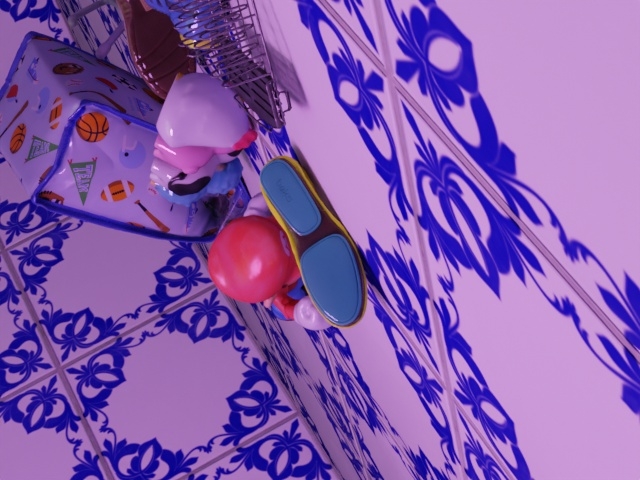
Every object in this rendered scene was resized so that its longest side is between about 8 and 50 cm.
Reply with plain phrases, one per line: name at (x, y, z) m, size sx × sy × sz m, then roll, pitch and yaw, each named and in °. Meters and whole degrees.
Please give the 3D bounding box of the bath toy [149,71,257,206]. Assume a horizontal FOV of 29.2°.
bath toy at (-0.155, -0.142, 1.709) m, size 0.129 × 0.151 × 0.348 m, roll 23°, pitch 167°, yaw -3°

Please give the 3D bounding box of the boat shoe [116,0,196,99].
boat shoe at (-0.246, -0.331, 1.795) m, size 0.095 × 0.095 × 0.258 m, roll -102°, pitch -6°, yaw -74°

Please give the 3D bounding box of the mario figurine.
mario figurine at (-0.040, 0.027, 1.712) m, size 0.198 × 0.170 × 0.320 m, roll 23°, pitch 174°, yaw 9°

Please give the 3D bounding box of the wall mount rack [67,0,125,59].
wall mount rack at (-0.405, -0.459, 2.099) m, size 0.304 × 0.130 × 0.350 m, roll 38°, pitch 156°, yaw 60°

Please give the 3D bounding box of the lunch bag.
lunch bag at (-0.321, -0.163, 2.079) m, size 0.385 × 0.239 × 0.328 m, roll 21°, pitch -163°, yaw -37°

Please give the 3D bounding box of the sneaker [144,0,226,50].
sneaker at (-0.171, -0.312, 1.507) m, size 0.209 × 0.069 × 0.082 m, roll -129°, pitch 27°, yaw -47°

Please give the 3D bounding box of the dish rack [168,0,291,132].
dish rack at (-0.117, -0.246, 1.323) m, size 0.208 × 0.074 × 0.272 m, roll -131°, pitch 22°, yaw -55°

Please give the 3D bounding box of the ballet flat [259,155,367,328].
ballet flat at (0.000, 0.000, 1.490) m, size 0.231 × 0.077 × 0.077 m, roll 62°, pitch -168°, yaw 13°
